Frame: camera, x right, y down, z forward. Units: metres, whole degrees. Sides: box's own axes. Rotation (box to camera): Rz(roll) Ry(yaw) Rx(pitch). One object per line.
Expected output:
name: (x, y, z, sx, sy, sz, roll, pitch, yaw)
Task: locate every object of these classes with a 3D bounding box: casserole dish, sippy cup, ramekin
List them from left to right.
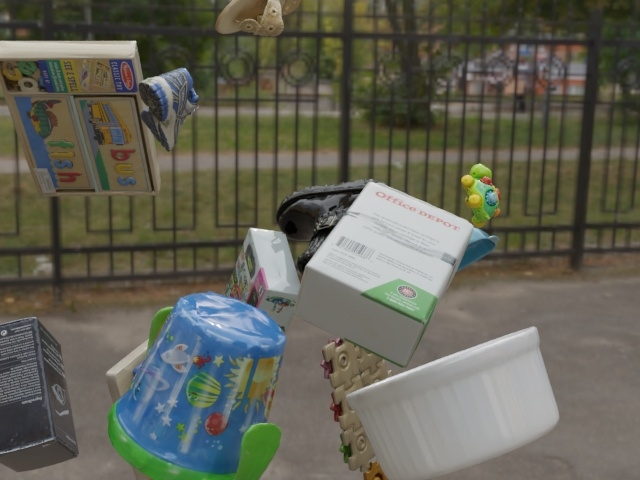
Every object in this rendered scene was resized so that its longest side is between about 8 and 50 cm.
sippy cup: (-0.161, 0.204, 1.330, 0.306, 0.224, 0.240, 27, 16, 17)
casserole dish: (0.241, 0.029, 1.720, 0.188, 0.037, 0.114, -31, -22, 18)
ramekin: (0.185, 0.226, 1.256, 0.277, 0.135, 0.277, -19, -9, -3)

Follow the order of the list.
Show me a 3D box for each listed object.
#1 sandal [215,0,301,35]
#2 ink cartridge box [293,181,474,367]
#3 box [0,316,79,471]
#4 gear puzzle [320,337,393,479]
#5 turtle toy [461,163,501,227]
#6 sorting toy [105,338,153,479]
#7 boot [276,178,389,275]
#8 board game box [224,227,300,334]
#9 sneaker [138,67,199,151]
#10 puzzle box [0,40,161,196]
sandal: (-0.093, -0.433, 1.778, 0.079, 0.088, 0.240, 39, 42, 15)
ink cartridge box: (0.082, 0.034, 1.129, 0.153, 0.086, 0.208, 25, 40, 11)
box: (-0.473, 0.250, 1.485, 0.108, 0.207, 0.153, -14, -24, -6)
gear puzzle: (0.079, 0.326, 1.710, 0.044, 0.338, 0.175, -5, 12, 40)
turtle toy: (0.317, -0.094, 1.821, 0.066, 0.130, 0.095, -17, -34, 6)
sorting toy: (-0.247, 0.293, 1.693, 0.089, 0.255, 0.257, 1, 24, 29)
boot: (-0.002, -0.003, 2.166, 0.348, 0.131, 0.260, -15, 42, 41)
board game box: (-0.153, 0.158, 2.207, 0.098, 0.303, 0.224, 8, 37, -21)
sneaker: (-0.155, -0.140, 0.986, 0.058, 0.052, 0.135, -35, -7, -18)
puzzle box: (-0.486, -0.238, 1.903, 0.272, 0.409, 0.052, -1, 53, -1)
